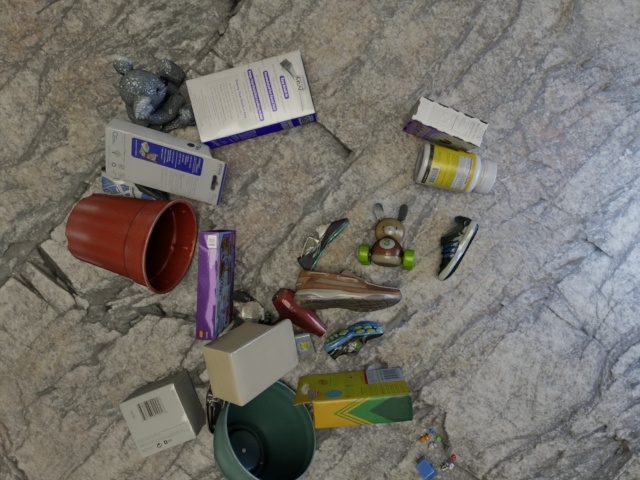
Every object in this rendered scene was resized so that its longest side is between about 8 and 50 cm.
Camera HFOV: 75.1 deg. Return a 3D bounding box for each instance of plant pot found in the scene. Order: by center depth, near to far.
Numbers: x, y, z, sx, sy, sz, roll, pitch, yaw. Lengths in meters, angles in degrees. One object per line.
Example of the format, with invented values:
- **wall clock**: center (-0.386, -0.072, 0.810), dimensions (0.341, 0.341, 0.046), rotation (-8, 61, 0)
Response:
- **plant pot**: center (-0.535, -0.011, 1.181), dimensions (0.265, 0.272, 0.272), rotation (13, 94, 10)
- **plant pot**: center (-0.187, 0.579, 1.199), dimensions (0.293, 0.293, 0.196), rotation (42, 120, -1)

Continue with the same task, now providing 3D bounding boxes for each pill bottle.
- **pill bottle**: center (0.384, -0.201, 1.198), dimensions (0.208, 0.119, 0.119), rotation (13, 93, 1)

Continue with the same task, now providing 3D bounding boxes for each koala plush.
- **koala plush**: center (-0.484, -0.404, 1.163), dimensions (0.203, 0.221, 0.196), rotation (-22, 93, 3)

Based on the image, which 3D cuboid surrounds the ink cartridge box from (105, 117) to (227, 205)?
- **ink cartridge box**: center (-0.436, -0.219, 1.195), dimensions (0.332, 0.065, 0.165), rotation (17, 129, -11)

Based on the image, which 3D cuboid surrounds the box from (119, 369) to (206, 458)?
- **box**: center (-0.472, 0.522, 1.265), dimensions (0.181, 0.119, 0.182), rotation (-22, 93, 3)

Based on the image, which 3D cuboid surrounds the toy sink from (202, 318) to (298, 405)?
- **toy sink**: center (-0.194, 0.325, 1.178), dimensions (0.131, 0.234, 0.153), rotation (0, 105, 38)

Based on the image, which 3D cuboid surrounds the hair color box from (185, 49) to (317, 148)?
- **hair color box**: center (-0.195, -0.405, 1.212), dimensions (0.338, 0.110, 0.185), rotation (-14, 91, 4)

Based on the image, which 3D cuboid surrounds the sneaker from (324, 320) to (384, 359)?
- **sneaker**: center (0.105, 0.306, 1.270), dimensions (0.188, 0.067, 0.078), rotation (-24, 113, 1)

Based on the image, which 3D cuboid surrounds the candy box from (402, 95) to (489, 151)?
- **candy box**: center (0.344, -0.319, 1.169), dimensions (0.196, 0.165, 0.070), rotation (22, 95, 0)

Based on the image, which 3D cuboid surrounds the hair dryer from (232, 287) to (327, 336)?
- **hair dryer**: center (-0.125, 0.249, 1.276), dimensions (0.293, 0.080, 0.224), rotation (3, 111, 6)

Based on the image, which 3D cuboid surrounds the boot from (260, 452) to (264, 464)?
- **boot**: center (-0.158, 0.711, 1.308), dimensions (0.118, 0.042, 0.087), rotation (8, 100, 2)

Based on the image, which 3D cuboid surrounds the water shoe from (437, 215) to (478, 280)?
- **water shoe**: center (0.392, 0.023, 1.246), dimensions (0.080, 0.073, 0.203), rotation (31, 94, 27)

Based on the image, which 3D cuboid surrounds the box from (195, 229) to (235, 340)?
- **box**: center (-0.298, 0.117, 1.196), dimensions (0.057, 0.201, 0.293), rotation (3, 93, 2)

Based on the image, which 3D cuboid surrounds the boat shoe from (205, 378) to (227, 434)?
- **boat shoe**: center (-0.318, 0.494, 1.285), dimensions (0.075, 0.065, 0.206), rotation (3, 93, 2)

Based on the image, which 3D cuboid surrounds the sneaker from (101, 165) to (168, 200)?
- **sneaker**: center (-0.562, -0.153, 1.261), dimensions (0.211, 0.080, 0.081), rotation (24, 113, 2)

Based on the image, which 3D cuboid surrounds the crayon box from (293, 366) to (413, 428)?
- **crayon box**: center (0.090, 0.450, 1.203), dimensions (0.318, 0.202, 0.081), rotation (-5, 93, 3)

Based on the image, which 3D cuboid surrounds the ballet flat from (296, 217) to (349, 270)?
- **ballet flat**: center (0.000, 0.000, 1.247), dimensions (0.074, 0.074, 0.203), rotation (38, 96, 0)

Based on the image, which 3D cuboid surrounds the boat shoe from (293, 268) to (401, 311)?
- **boat shoe**: center (0.083, 0.138, 1.226), dimensions (0.324, 0.123, 0.116), rotation (5, 60, -13)

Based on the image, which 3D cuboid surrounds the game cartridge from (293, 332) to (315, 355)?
- **game cartridge**: center (-0.050, 0.314, 1.255), dimensions (0.056, 0.017, 0.083), rotation (-11, 123, 9)

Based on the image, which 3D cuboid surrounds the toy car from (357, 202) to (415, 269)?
- **toy car**: center (0.200, -0.018, 1.212), dimensions (0.155, 0.149, 0.188), rotation (6, 82, 12)

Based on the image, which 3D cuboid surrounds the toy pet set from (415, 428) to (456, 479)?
- **toy pet set**: center (0.345, 0.670, 1.273), dimensions (0.114, 0.065, 0.122), rotation (-41, 91, 3)
